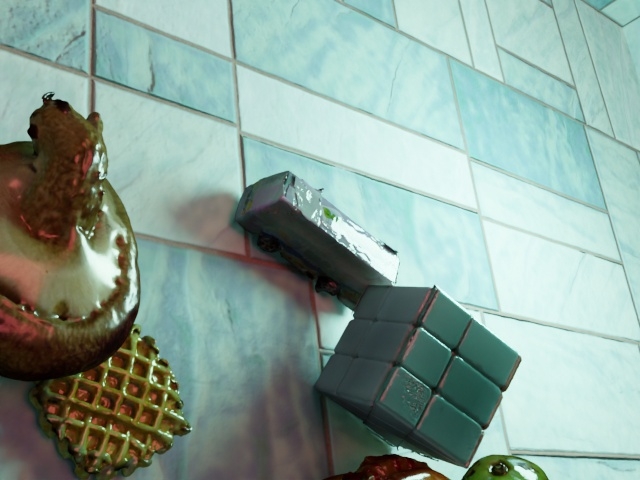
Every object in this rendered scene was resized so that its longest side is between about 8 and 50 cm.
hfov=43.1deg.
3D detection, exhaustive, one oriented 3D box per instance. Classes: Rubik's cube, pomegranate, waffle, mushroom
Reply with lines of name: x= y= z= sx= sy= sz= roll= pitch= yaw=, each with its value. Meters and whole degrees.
Rubik's cube: x=0.163 y=0.229 z=1.401 sx=0.231 sy=0.221 sz=0.225 roll=38 pitch=71 yaw=-20
pomegranate: x=0.348 y=0.519 z=1.514 sx=0.202 sy=0.202 sz=0.248 roll=-36 pitch=124 yaw=-48
waffle: x=-0.294 y=0.225 z=1.139 sx=0.208 sy=0.054 sz=0.214 roll=-21 pitch=85 yaw=-45
mushroom: x=-0.370 y=-0.002 z=1.029 sx=0.345 sy=0.259 sz=0.345 roll=29 pitch=41 yaw=-29

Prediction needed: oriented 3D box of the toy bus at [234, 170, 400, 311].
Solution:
toy bus: x=0.000 y=0.000 z=1.487 sx=0.317 sy=0.138 sz=0.112 roll=37 pitch=45 yaw=-26

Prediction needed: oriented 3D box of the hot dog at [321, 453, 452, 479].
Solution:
hot dog: x=0.073 y=0.472 z=1.257 sx=0.405 sy=0.185 sz=0.223 roll=-28 pitch=89 yaw=-49
